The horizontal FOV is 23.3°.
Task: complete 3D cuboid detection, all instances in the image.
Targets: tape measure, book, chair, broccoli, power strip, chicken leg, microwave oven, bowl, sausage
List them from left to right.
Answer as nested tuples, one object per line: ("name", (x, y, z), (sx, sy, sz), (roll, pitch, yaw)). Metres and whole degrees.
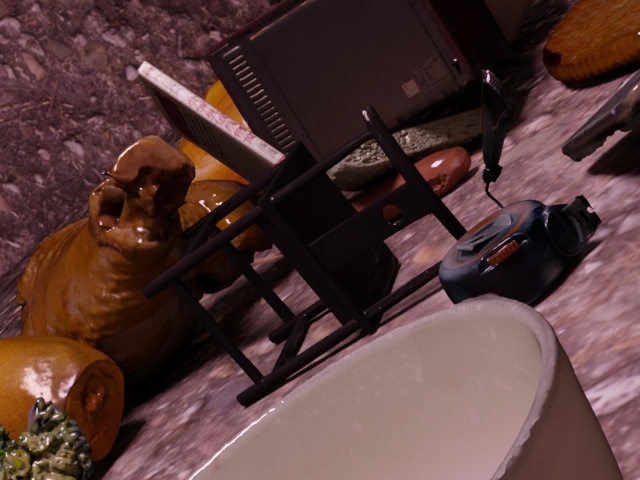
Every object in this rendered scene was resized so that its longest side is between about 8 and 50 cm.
("broccoli", (-0.276, 0.213, 1.301), (0.167, 0.160, 0.154), (-54, 9, 15))
("chicken leg", (-0.158, -0.002, 1.537), (0.295, 0.182, 0.409), (-25, -21, -24))
("book", (-0.065, -0.077, 1.470), (0.022, 0.232, 0.162), (-52, -15, -9))
("chair", (0.000, 0.000, 1.301), (0.260, 0.154, 0.141), (-34, 14, 24))
("microwave oven", (0.046, -0.189, 1.572), (0.247, 0.178, 0.188), (-29, 3, 24))
("bowl", (0.025, 0.165, 0.663), (0.277, 0.145, 0.277), (-35, 11, 8))
("sausage", (0.070, -0.041, 1.507), (0.186, 0.043, 0.043), (-29, 16, 39))
("tape measure", (0.109, -0.032, 1.087), (0.107, 0.179, 0.104), (-42, 29, -19))
("power strip", (0.284, -0.126, 1.151), (0.198, 0.064, 0.213), (-41, -1, -5))

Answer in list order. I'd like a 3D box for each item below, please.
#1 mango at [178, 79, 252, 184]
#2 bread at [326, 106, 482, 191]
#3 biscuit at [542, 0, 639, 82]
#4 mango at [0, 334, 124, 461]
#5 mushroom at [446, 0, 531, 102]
("mango", (-0.094, -0.111, 1.864), (0.257, 0.138, 0.187), (-49, 30, 32))
("bread", (0.076, -0.078, 1.538), (0.193, 0.036, 0.112), (-18, -11, -33))
("biscuit", (0.344, -0.249, 1.483), (0.305, 0.038, 0.305), (-37, 14, 11))
("mango", (-0.340, 0.201, 1.500), (0.359, 0.144, 0.187), (-36, 57, 15))
("mushroom", (0.083, -0.294, 1.785), (0.297, 0.290, 0.297), (-38, 10, 8))
